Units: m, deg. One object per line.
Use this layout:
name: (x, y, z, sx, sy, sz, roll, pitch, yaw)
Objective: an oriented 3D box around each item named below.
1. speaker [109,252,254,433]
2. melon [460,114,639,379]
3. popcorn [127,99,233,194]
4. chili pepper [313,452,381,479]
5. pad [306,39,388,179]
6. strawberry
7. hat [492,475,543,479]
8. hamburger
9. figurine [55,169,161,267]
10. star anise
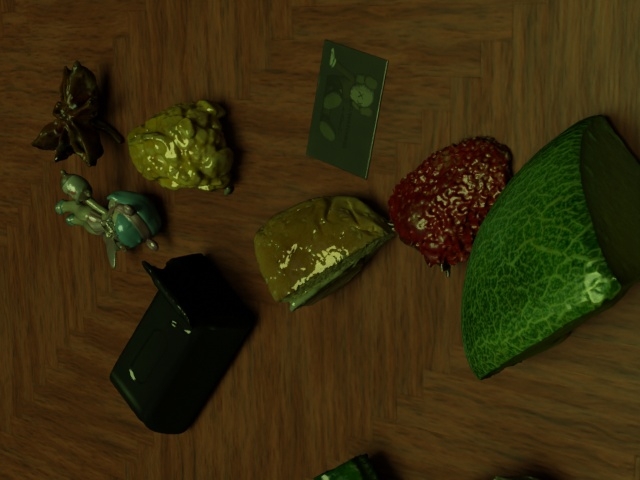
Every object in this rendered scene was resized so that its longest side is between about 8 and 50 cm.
speaker: (-0.277, 0.190, 1.923, 0.180, 0.184, 0.388, 48, 128, 22)
melon: (0.287, 0.049, 1.392, 0.343, 0.226, 0.331, -47, 30, 37)
popcorn: (-0.237, -0.162, 1.837, 0.194, 0.140, 0.163, 25, 121, 33)
chili pepper: (0.055, 0.537, 1.727, 0.213, 0.167, 0.384, -16, 89, 40)
pad: (0.038, -0.202, 1.673, 0.127, 0.004, 0.190, 25, 116, 35)
strawberry: (0.168, -0.063, 1.538, 0.167, 0.087, 0.208, 39, 121, 30)
hat: (0.282, 0.383, 1.568, 0.147, 0.085, 0.175, 65, 155, -6)
hamburger: (0.000, 0.000, 1.669, 0.208, 0.135, 0.155, -33, 80, 39)
figurine: (-0.407, -0.062, 2.021, 0.260, 0.103, 0.205, 9, 131, 44)
star anise: (-0.460, -0.231, 2.033, 0.196, 0.111, 0.212, -9, 86, 37)
